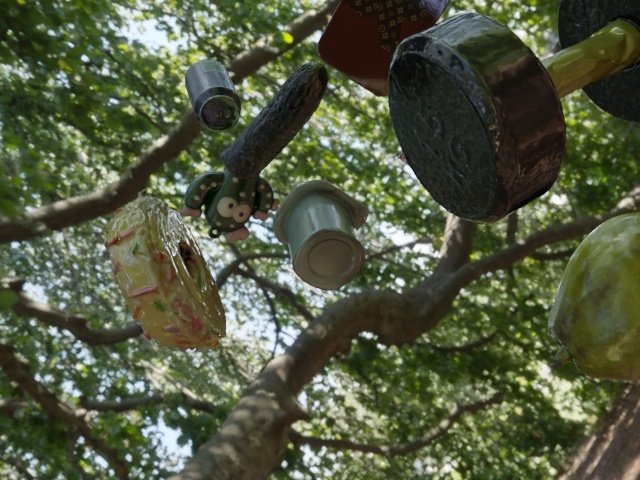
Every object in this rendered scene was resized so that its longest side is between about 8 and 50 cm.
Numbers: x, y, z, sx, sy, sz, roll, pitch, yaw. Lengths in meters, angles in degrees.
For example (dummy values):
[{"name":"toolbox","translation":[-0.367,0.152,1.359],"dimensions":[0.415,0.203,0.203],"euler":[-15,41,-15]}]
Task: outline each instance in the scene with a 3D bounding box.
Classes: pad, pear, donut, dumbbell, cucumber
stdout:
[{"name":"pad","translation":[0.115,-0.393,0.993],"dimensions":[0.267,0.181,0.004],"euler":[-58,-22,17]},{"name":"pear","translation":[0.569,0.115,1.077],"dimensions":[0.375,0.287,0.287],"euler":[-43,-16,9]},{"name":"donut","translation":[-0.158,0.037,0.599],"dimensions":[0.068,0.175,0.174],"euler":[-24,-21,2]},{"name":"dumbbell","translation":[0.251,-0.174,0.614],"dimensions":[0.322,0.204,0.204],"euler":[-29,-26,-12]},{"name":"cucumber","translation":[-0.052,-0.147,0.715],"dimensions":[0.058,0.052,0.214],"euler":[8,-29,-33]}]

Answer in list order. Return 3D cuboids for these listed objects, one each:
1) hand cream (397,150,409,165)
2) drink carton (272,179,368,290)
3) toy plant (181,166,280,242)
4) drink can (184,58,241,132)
[{"name":"hand cream","translation":[0.312,-0.211,1.551],"dimensions":[0.125,0.193,0.193],"euler":[-51,-17,11]},{"name":"drink carton","translation":[0.000,0.000,1.273],"dimensions":[0.185,0.191,0.189],"euler":[-48,25,22]},{"name":"toy plant","translation":[-0.242,-0.109,1.609],"dimensions":[0.243,0.112,0.232],"euler":[-42,-58,-2]},{"name":"drink can","translation":[-0.262,-0.352,1.434],"dimensions":[0.118,0.205,0.118],"euler":[-11,-48,-12]}]
